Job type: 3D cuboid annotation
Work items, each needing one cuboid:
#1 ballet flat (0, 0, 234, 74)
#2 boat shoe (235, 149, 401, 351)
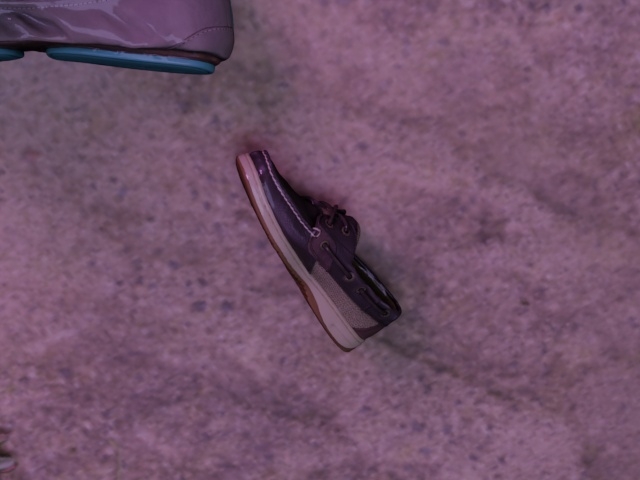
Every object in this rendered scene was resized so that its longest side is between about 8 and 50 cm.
[{"bbox_3d":[-0.153,-0.123,0.793,0.213,0.072,0.068,0,92,-6],"label":"ballet flat"},{"bbox_3d":[0.000,0.000,0.879,0.049,0.056,0.152,-28,128,4],"label":"boat shoe"}]
